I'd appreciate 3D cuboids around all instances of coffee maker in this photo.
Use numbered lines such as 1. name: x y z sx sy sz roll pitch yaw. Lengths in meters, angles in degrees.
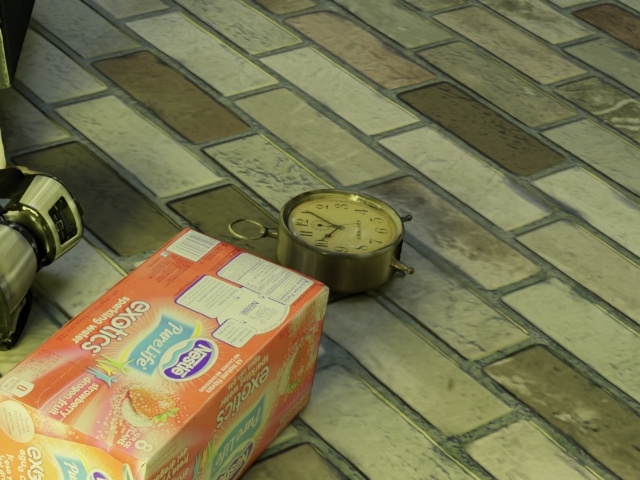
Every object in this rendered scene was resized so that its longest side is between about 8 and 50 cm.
1. coffee maker: -0.334 0.011 1.565 0.171 0.120 0.178 14 32 11

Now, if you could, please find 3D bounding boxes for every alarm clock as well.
1. alarm clock: 0.000 0.000 1.708 0.192 0.064 0.129 9 33 -3

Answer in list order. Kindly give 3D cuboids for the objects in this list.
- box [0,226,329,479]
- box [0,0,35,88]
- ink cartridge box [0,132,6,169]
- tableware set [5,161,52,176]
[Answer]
1. box: -0.132 0.132 1.399 0.154 0.142 0.300 21 35 19
2. box: -0.566 -0.357 1.812 0.471 0.297 0.480 -5 24 -2
3. ink cartridge box: -0.404 -0.118 1.742 0.135 0.099 0.056 13 30 34
4. tableware set: -0.358 -0.039 1.729 0.104 0.024 0.154 15 34 17
